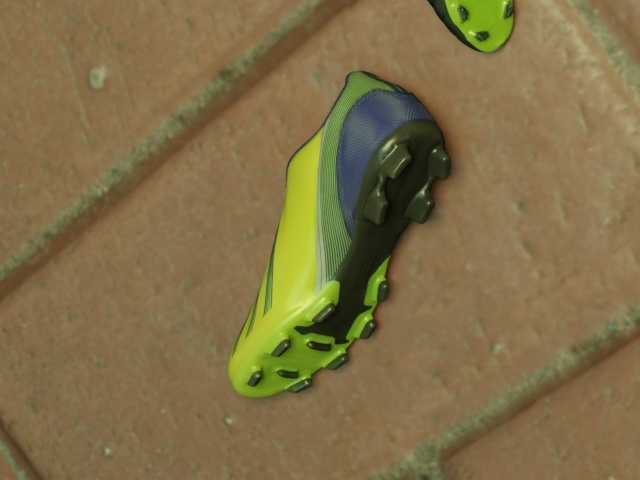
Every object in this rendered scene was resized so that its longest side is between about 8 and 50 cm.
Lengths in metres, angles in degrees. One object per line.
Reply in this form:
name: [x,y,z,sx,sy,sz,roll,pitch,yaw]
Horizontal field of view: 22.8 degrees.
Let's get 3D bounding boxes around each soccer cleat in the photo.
soccer cleat: [0.001,0.000,1.241,0.121,0.093,0.289,52,125,36]
soccer cleat: [0.080,-0.213,1.147,0.060,0.072,0.179,-42,116,-9]
